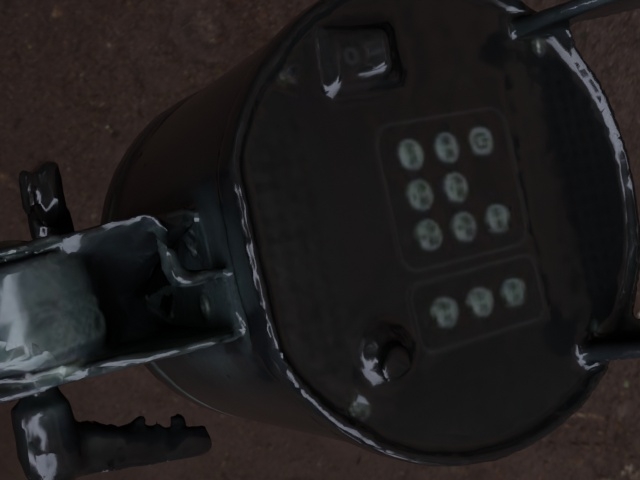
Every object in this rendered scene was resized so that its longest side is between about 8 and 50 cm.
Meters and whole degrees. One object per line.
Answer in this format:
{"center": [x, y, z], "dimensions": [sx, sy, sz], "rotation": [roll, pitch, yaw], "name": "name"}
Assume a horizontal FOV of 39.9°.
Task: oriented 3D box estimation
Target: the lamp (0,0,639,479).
{"center": [0.018, -0.006, 0.457], "dimensions": [0.374, 0.272, 0.205], "rotation": [-13, 92, -9], "name": "lamp"}
